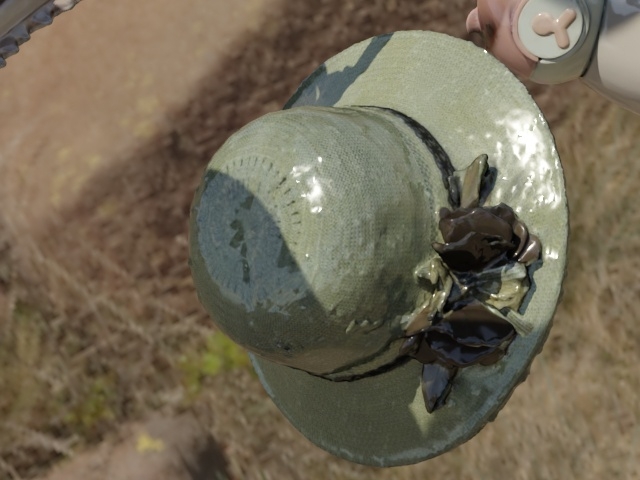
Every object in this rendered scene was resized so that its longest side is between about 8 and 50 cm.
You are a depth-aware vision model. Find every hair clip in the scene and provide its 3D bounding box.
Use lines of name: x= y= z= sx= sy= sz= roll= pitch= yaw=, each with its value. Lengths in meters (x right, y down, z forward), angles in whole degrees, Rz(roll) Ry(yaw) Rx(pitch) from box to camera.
hair clip: x=-0.119 y=-0.146 z=0.847 sx=0.072 sy=0.034 sz=0.226 roll=2 pitch=39 yaw=49

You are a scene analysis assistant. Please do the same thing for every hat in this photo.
hat: x=0.000 y=0.000 z=0.933 sx=0.257 sy=0.257 sz=0.130 roll=17 pitch=7 yaw=42

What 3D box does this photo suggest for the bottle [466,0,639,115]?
bottle: x=0.231 y=-0.167 z=1.268 sx=0.236 sy=0.147 sz=0.147 roll=10 pitch=40 yaw=-2
